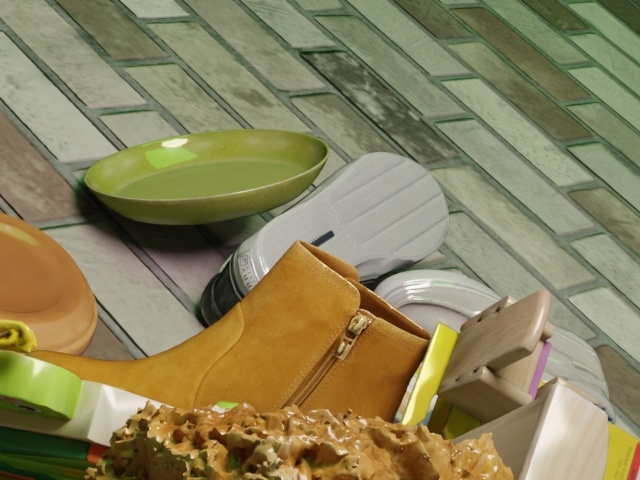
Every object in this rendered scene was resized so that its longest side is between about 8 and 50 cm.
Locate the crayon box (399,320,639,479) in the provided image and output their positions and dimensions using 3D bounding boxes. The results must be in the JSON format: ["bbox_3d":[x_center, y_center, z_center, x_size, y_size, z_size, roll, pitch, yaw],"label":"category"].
[{"bbox_3d":[0.177,0.229,1.442,0.318,0.081,0.202,32,59,-15],"label":"crayon box"}]

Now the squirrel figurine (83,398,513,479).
[{"bbox_3d":[-0.090,0.209,1.067,0.370,0.397,0.281,29,33,-17],"label":"squirrel figurine"}]

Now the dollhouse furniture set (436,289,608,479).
[{"bbox_3d":[0.231,0.220,1.307,0.303,0.198,0.286,32,59,-15],"label":"dollhouse furniture set"}]

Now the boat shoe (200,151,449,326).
[{"bbox_3d":[0.000,0.000,1.750,0.335,0.119,0.121,-21,85,-51],"label":"boat shoe"}]

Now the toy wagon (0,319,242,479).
[{"bbox_3d":[-0.172,0.131,1.242,0.267,0.068,0.344,7,-17,19],"label":"toy wagon"}]

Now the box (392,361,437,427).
[{"bbox_3d":[0.039,0.148,1.568,0.203,0.103,0.114,36,31,14],"label":"box"}]

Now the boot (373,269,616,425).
[{"bbox_3d":[0.173,0.115,1.739,0.258,0.095,0.123,19,23,-18],"label":"boot"}]

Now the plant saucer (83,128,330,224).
[{"bbox_3d":[-0.109,-0.060,1.747,0.241,0.037,0.241,-5,17,2],"label":"plant saucer"}]

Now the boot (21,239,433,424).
[{"bbox_3d":[-0.074,0.086,1.447,0.295,0.211,0.104,26,13,-10],"label":"boot"}]

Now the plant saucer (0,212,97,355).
[{"bbox_3d":[-0.284,0.033,1.547,0.200,0.037,0.200,21,30,-12],"label":"plant saucer"}]
